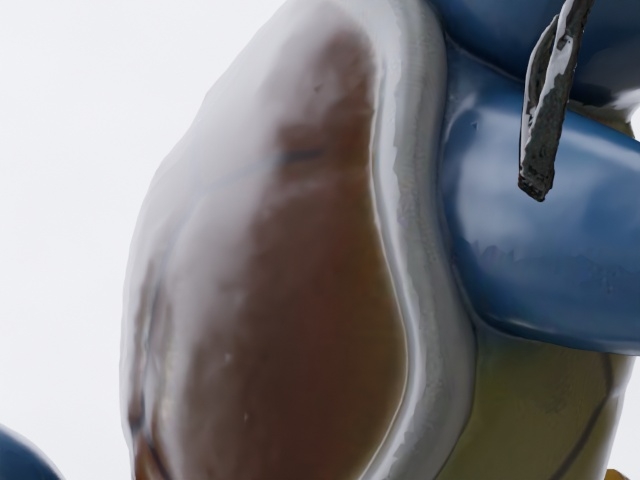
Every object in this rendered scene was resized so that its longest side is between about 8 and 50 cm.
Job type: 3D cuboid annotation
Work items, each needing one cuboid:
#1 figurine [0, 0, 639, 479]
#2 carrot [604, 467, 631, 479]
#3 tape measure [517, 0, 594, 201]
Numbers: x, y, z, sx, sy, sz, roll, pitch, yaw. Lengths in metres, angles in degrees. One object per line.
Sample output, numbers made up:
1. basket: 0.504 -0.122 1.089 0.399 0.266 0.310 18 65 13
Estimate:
1. figurine: 0.024 0.032 0.648 0.243 0.298 0.416 42 -83 0
2. carrot: 0.166 0.272 1.044 0.114 0.302 0.114 -11 -24 -5
3. tape measure: 0.115 -0.066 0.441 0.104 0.107 0.180 -53 -7 -26
